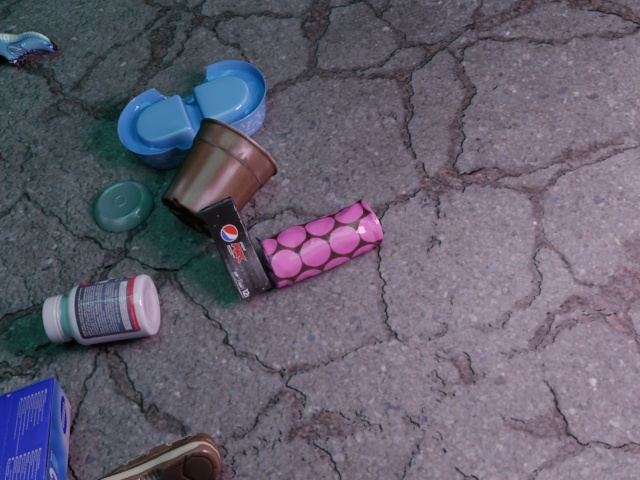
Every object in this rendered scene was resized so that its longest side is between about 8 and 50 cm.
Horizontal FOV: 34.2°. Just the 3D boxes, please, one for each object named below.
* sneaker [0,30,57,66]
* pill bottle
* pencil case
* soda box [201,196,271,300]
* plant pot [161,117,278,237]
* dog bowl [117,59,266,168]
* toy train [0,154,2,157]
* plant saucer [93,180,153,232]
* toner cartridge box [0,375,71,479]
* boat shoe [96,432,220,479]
[{"bbox_3d":[-0.637,-0.402,2.229,0.162,0.063,0.073,-1,74,18],"label":"sneaker"},{"bbox_3d":[-0.374,0.122,1.778,0.180,0.108,0.108,-9,55,7],"label":"pill bottle"},{"bbox_3d":[0.000,0.000,1.786,0.209,0.095,0.098,-20,39,-3],"label":"pencil case"},{"bbox_3d":[-0.143,0.013,1.771,0.060,0.053,0.169,-24,98,-3],"label":"soda box"},{"bbox_3d":[-0.190,-0.104,1.863,0.167,0.167,0.165,26,75,27],"label":"plant pot"},{"bbox_3d":[-0.239,-0.236,2.006,0.297,0.074,0.166,-22,55,-3],"label":"dog bowl"},{"bbox_3d":[-0.713,-0.183,2.110,0.158,0.027,0.036,15,65,22],"label":"toy train"},{"bbox_3d":[-0.374,-0.070,1.958,0.119,0.021,0.119,-6,55,9],"label":"plant saucer"},{"bbox_3d":[-0.474,0.358,1.581,0.165,0.075,0.348,-19,30,0],"label":"toner cartridge box"},{"bbox_3d":[-0.273,0.375,1.613,0.257,0.095,0.095,-22,21,1],"label":"boat shoe"}]
